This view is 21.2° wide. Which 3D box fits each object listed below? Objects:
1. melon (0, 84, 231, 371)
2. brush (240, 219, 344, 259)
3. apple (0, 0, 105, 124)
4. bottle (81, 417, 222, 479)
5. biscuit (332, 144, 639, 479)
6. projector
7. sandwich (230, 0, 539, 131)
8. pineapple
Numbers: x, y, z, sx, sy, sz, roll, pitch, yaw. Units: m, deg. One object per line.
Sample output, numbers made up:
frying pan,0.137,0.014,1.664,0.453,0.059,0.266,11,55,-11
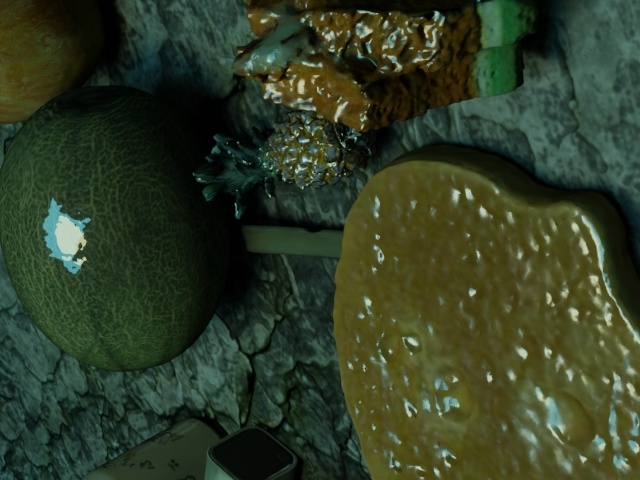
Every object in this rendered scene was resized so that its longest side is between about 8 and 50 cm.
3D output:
melon,-0.208,-0.007,1.759,0.237,0.237,0.302,18,126,43
brush,0.000,0.000,1.695,0.190,0.027,0.034,4,118,40
apple,-0.335,-0.230,1.820,0.211,0.188,0.211,31,136,36
bottle,-0.211,0.296,1.937,0.110,0.233,0.110,26,128,38
biscuit,0.157,0.110,1.522,0.365,0.062,0.385,12,112,43
projector,-0.079,0.268,1.889,0.083,0.083,0.082,35,133,33
sandwich,0.048,-0.178,1.404,0.292,0.212,0.109,11,135,31
pineapple,-0.029,-0.082,1.615,0.221,0.103,0.083,-15,112,52
